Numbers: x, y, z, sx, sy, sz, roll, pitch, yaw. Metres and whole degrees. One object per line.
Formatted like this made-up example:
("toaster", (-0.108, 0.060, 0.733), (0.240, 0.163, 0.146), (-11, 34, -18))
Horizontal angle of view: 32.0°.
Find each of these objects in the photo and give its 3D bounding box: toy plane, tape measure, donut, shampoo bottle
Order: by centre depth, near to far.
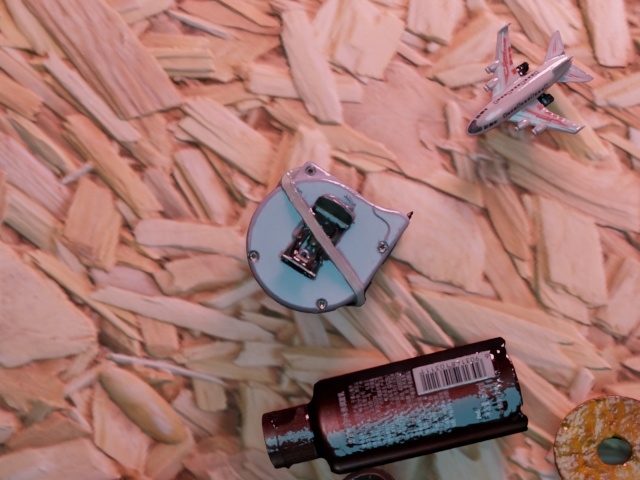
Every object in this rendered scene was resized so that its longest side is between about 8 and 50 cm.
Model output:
("toy plane", (0.253, -0.184, 1.405), (0.171, 0.065, 0.162), (-36, 89, 6))
("donut", (0.365, 0.261, 1.405), (0.151, 0.058, 0.152), (0, 91, 3))
("tape measure", (-0.003, 0.004, 1.408), (0.182, 0.107, 0.181), (27, 86, 1))
("shampoo bottle", (0.090, 0.217, 1.410), (0.323, 0.084, 0.129), (-15, 70, 4))

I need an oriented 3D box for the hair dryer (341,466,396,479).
("hair dryer", (-0.008, 0.378, 1.419), (0.278, 0.090, 0.135), (-15, 130, 19))
